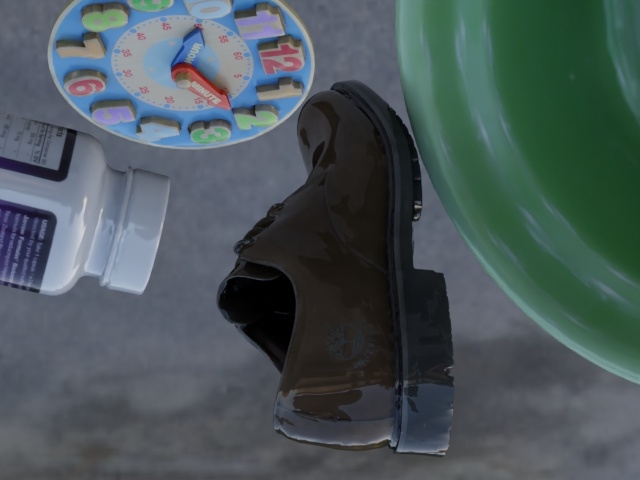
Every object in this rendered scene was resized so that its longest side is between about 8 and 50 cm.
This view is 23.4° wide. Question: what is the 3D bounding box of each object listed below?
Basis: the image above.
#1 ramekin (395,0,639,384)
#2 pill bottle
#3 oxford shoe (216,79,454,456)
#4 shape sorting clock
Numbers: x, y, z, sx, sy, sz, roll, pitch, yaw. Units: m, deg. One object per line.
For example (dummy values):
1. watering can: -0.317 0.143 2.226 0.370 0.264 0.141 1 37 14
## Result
1. ramekin: 0.194 -0.093 0.696 0.148 0.303 0.303 -22 168 -42
2. pill bottle: -0.198 -0.025 0.981 0.193 0.108 0.108 14 147 -10
3. oxford shoe: 0.000 0.000 0.707 0.096 0.227 0.082 -1 129 -4
4. shape sorting clock: -0.107 -0.135 1.195 0.206 0.040 0.206 -4 143 -3
